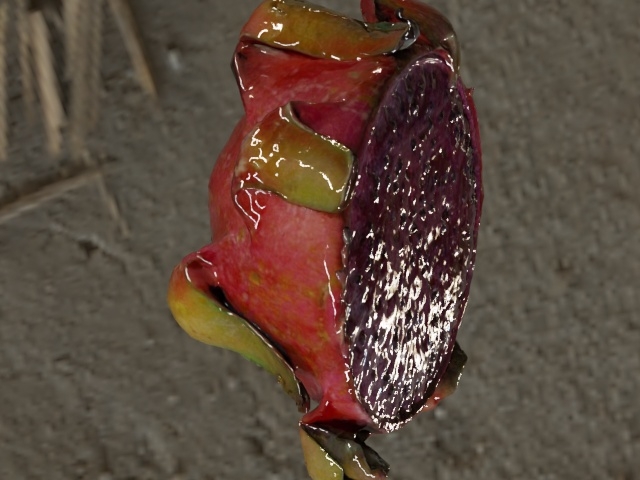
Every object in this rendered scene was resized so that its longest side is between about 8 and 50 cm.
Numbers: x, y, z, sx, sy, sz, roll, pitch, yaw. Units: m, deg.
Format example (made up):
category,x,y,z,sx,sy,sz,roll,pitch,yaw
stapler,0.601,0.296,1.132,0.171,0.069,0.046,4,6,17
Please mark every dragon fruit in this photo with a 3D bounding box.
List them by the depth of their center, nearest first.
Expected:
category,x,y,z,sx,sy,sz,roll,pitch,yaw
dragon fruit,0.002,-0.005,0.461,0.112,0.068,0.126,-27,120,-62
